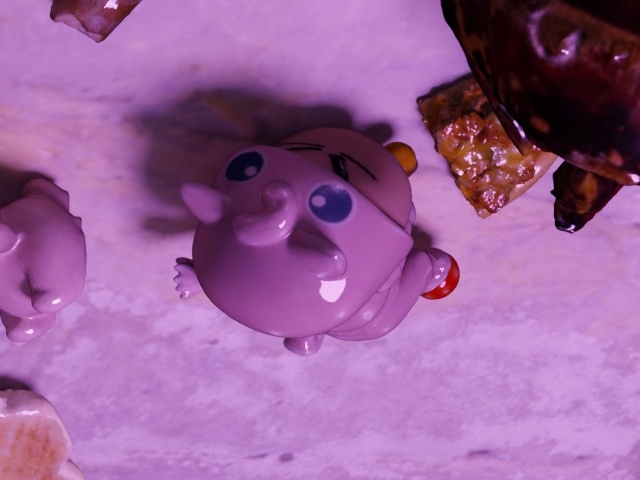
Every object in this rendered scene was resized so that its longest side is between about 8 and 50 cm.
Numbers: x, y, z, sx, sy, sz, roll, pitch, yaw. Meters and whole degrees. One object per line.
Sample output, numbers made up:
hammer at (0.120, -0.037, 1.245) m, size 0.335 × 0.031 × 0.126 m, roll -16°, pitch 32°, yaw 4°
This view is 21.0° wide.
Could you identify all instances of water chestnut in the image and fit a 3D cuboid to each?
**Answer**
water chestnut at (0.220, -0.126, 1.188) m, size 0.300 × 0.300 × 0.300 m, roll -11°, pitch 134°, yaw -11°

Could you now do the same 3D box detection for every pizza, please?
pizza at (0.140, -0.083, 1.367) m, size 0.134 × 0.046 × 0.175 m, roll -1°, pitch 132°, yaw -21°

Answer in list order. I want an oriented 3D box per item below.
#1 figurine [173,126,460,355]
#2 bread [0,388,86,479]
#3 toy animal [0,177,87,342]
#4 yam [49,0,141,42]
figurine at (0.000, 0.000, 1.344) m, size 0.287 × 0.176 × 0.186 m, roll 43°, pitch 66°, yaw -59°
bread at (-0.349, 0.209, 1.448) m, size 0.316 × 0.054 × 0.316 m, roll -11°, pitch 135°, yaw -11°
toy animal at (-0.280, 0.001, 1.241) m, size 0.212 × 0.124 × 0.124 m, roll 15°, pitch 125°, yaw -24°
yam at (-0.093, -0.222, 1.141) m, size 0.057 × 0.057 × 0.241 m, roll 29°, pitch 116°, yaw -38°
